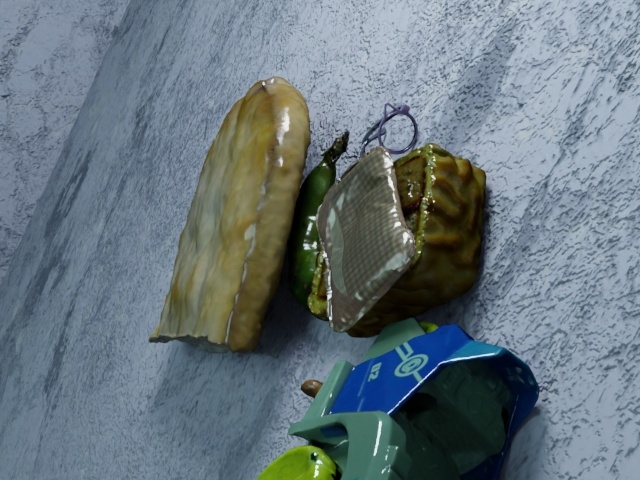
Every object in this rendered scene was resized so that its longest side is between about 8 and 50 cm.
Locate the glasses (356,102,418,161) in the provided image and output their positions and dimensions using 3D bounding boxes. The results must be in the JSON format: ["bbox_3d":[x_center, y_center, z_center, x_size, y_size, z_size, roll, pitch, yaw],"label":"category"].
[{"bbox_3d":[0.062,-0.118,1.353,0.140,0.062,0.104,-62,25,7],"label":"glasses"}]

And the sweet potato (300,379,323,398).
[{"bbox_3d":[0.017,0.195,1.207,0.044,0.044,0.179,-68,19,-4],"label":"sweet potato"}]

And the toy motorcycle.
[{"bbox_3d":[0.089,0.186,0.952,0.200,0.191,0.326,-22,30,41],"label":"toy motorcycle"}]

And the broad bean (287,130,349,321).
[{"bbox_3d":[0.000,0.000,1.380,0.144,0.049,0.292,-45,35,46],"label":"broad bean"}]

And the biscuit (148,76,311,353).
[{"bbox_3d":[-0.126,-0.024,1.564,0.429,0.104,0.446,151,136,-66],"label":"biscuit"}]

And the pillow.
[{"bbox_3d":[0.043,-0.006,1.120,0.135,0.034,0.211,-50,29,27],"label":"pillow"}]

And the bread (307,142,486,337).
[{"bbox_3d":[0.084,0.006,1.171,0.222,0.096,0.181,-29,46,48],"label":"bread"}]
